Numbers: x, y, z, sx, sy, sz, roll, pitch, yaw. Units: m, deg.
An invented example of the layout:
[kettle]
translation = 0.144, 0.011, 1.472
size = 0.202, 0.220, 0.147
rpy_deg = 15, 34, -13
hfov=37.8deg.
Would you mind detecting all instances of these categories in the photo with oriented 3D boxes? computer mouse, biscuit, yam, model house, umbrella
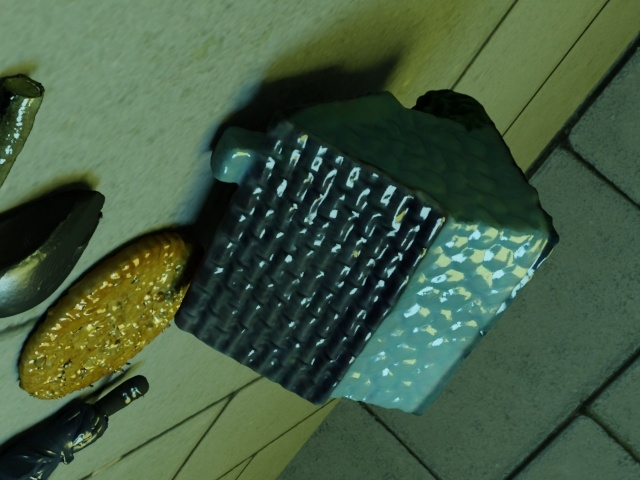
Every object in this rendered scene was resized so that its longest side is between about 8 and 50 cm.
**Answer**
[computer mouse]
translation = -0.239, 0.016, 0.785
size = 0.172, 0.057, 0.099
rpy_deg = -39, 161, -36
[biscuit]
translation = -0.225, 0.087, 1.045
size = 0.254, 0.035, 0.254
rpy_deg = -41, 163, -15
[yam]
translation = -0.231, -0.060, 0.674
size = 0.033, 0.027, 0.129
rpy_deg = -24, 154, -51
[model house]
translation = 0.000, 0.000, 1.067
size = 0.339, 0.297, 0.360
rpy_deg = 10, 131, -28
[umbrella]
translation = -0.311, 0.246, 1.165
size = 0.248, 0.071, 0.071
rpy_deg = -32, 159, -46
